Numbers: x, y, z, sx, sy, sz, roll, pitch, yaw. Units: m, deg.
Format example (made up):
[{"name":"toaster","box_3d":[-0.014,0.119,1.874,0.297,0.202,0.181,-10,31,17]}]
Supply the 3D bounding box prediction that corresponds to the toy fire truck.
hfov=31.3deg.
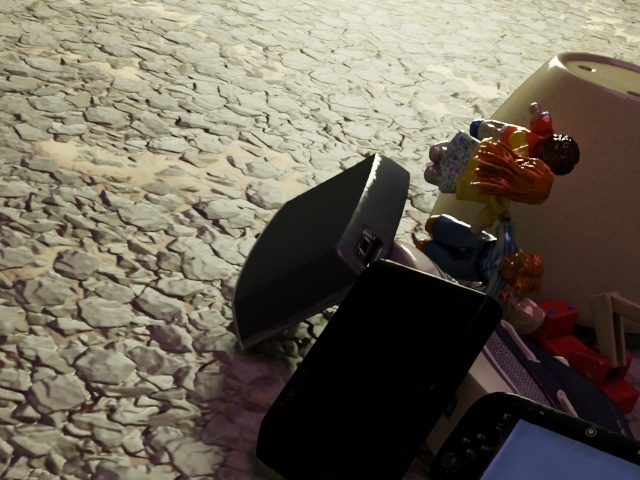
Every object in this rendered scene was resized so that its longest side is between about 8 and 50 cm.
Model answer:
[{"name":"toy fire truck","box_3d":[0.282,0.100,1.127,0.047,0.135,0.192,-8,36,-33]}]

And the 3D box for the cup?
[{"name":"cup","box_3d":[0.315,-0.078,1.319,0.331,0.237,0.331,13,25,-6]}]

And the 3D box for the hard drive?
[{"name":"hard drive","box_3d":[0.000,0.000,1.168,0.054,0.172,0.255,55,26,-16]}]

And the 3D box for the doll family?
[{"name":"doll family","box_3d":[0.169,-0.012,1.149,0.118,0.263,0.163,4,10,-37]}]

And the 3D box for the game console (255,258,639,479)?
[{"name":"game console","box_3d":[0.128,0.147,0.895,0.361,0.044,0.213,19,65,38]}]

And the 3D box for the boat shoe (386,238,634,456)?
[{"name":"boat shoe","box_3d":[0.156,0.125,1.075,0.158,0.127,0.340,11,31,-29]}]
